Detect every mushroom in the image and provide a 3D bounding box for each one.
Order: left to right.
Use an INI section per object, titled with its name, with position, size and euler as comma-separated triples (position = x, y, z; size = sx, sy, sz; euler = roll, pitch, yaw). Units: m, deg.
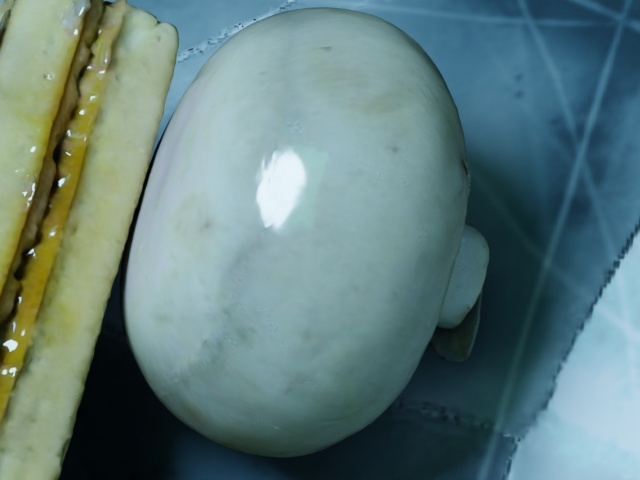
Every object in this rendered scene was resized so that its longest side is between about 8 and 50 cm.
[mushroom]
position = 0.000, 0.000, 0.995
size = 0.246, 0.202, 0.246
euler = -39, 41, 46

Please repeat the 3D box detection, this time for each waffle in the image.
[waffle]
position = -0.208, 0.051, 1.012
size = 0.261, 0.114, 0.376
euler = -34, 37, 55
